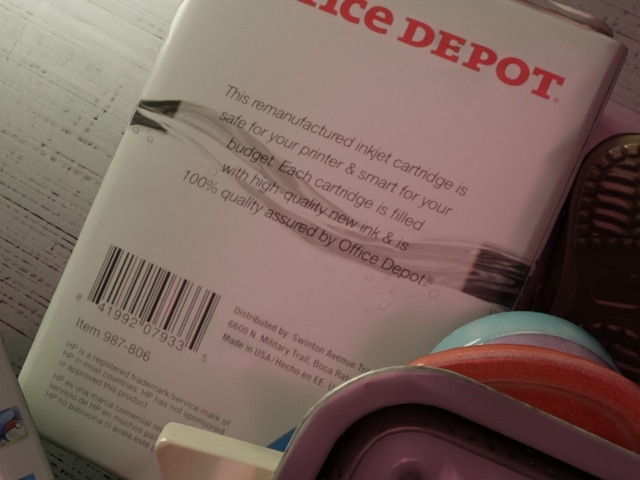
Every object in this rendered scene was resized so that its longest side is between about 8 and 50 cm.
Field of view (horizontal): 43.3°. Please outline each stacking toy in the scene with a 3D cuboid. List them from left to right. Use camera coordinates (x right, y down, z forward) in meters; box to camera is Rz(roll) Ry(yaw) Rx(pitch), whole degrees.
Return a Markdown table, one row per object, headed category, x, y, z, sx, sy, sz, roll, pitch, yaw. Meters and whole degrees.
| category | x | y | z | sx | sy | sz | roll | pitch | yaw |
| --- | --- | --- | --- | --- | --- | --- | --- | --- | --- |
| stacking toy | 0.056 | 0.192 | 0.473 | 0.280 | 0.130 | 0.308 | -3 | 102 | 2 |

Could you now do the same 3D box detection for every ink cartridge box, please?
| category | x | y | z | sx | sy | sz | roll | pitch | yaw |
| --- | --- | --- | --- | --- | --- | --- | --- | --- | --- |
| ink cartridge box | 0.000 | 0.000 | 0.594 | 0.286 | 0.166 | 0.394 | 24 | 92 | 8 |

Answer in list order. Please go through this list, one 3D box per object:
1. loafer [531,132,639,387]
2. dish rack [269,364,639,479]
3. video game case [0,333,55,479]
| category | x | y | z | sx | sy | sz | roll | pitch | yaw |
| --- | --- | --- | --- | --- | --- | --- | --- | --- | --- |
| loafer | 0.206 | 0.047 | 0.581 | 0.102 | 0.092 | 0.268 | 16 | 117 | 15 |
| dish rack | 0.068 | 0.232 | 0.379 | 0.286 | 0.072 | 0.332 | 25 | 102 | -3 |
| video game case | -0.224 | 0.203 | 0.569 | 0.036 | 0.329 | 0.299 | -19 | 83 | -32 |
